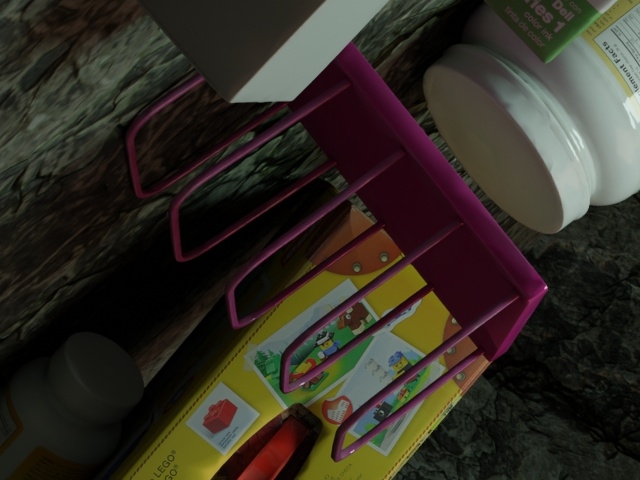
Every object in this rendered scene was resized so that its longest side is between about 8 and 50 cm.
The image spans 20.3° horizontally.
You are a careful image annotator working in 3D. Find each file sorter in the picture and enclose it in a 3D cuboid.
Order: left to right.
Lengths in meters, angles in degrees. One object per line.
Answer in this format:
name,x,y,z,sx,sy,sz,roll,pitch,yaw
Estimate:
file sorter,0.000,0.000,1.377,0.182,0.291,0.202,-35,168,-12

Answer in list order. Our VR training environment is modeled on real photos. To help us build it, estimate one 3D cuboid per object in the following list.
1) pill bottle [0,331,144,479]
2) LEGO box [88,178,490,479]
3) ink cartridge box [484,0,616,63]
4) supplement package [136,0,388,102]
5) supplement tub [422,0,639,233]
pill bottle,-0.258,0.182,1.658,0.208,0.117,0.117,-47,168,26
LEGO box,-0.077,0.199,1.724,0.500,0.193,0.372,-50,-174,1
ink cartridge box,0.260,-0.293,1.426,0.278,0.117,0.201,-43,-179,29
supplement package,-0.011,-0.181,1.096,0.179,0.105,0.105,-45,169,18
supplement tub,0.290,-0.185,1.758,0.331,0.241,0.241,-38,169,-13
